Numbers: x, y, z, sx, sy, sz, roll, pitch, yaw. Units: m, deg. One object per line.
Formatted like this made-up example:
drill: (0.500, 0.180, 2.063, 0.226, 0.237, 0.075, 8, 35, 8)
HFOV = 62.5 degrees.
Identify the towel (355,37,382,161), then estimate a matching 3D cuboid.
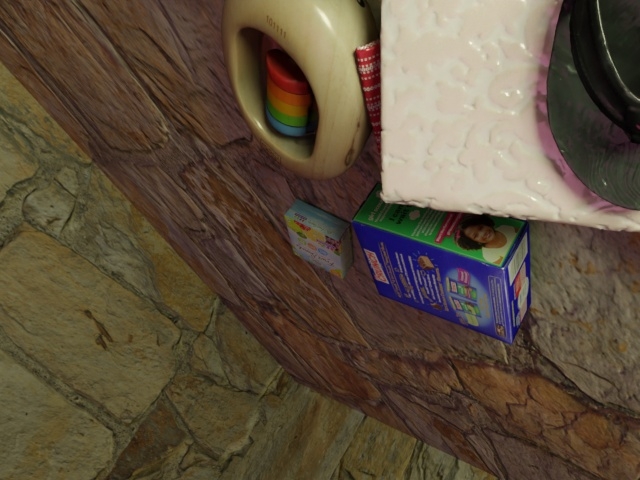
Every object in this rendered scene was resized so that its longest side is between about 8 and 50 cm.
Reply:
towel: (0.166, -0.200, 0.776, 0.275, 0.198, 0.031, 67, 177, -48)

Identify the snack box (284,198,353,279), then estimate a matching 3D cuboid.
snack box: (0.000, 0.000, 1.457, 0.174, 0.070, 0.207, 26, 155, 21)

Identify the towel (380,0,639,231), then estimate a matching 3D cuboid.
towel: (0.229, -0.174, 0.612, 0.331, 0.053, 0.317, 9, 118, 25)

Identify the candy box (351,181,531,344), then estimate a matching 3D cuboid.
candy box: (0.245, 0.045, 1.058, 0.317, 0.122, 0.268, 18, 150, 33)

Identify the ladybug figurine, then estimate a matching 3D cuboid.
ladybug figurine: (-0.021, -0.269, 0.881, 0.305, 0.162, 0.449, 43, 160, 7)

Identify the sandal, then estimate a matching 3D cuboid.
sandal: (0.288, -0.223, 0.451, 0.167, 0.107, 0.446, 11, 123, 29)
